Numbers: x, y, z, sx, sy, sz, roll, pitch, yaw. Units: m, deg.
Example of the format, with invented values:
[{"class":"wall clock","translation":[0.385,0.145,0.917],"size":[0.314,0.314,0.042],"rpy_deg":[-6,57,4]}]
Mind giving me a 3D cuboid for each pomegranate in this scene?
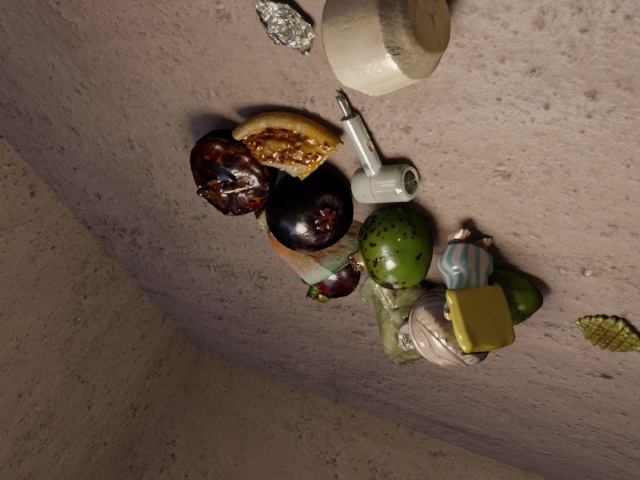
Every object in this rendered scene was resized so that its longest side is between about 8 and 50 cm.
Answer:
[{"class":"pomegranate","translation":[0.213,0.028,1.809],"size":[0.271,0.254,0.254],"rpy_deg":[-25,134,4]}]

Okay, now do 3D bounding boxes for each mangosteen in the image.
[{"class":"mangosteen","translation":[0.039,0.125,2.183],"size":[0.216,0.216,0.216],"rpy_deg":[23,151,14]},{"class":"mangosteen","translation":[-0.050,-0.100,1.874],"size":[0.275,0.275,0.302],"rpy_deg":[48,169,-28]}]

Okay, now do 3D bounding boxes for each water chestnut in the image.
[{"class":"water chestnut","translation":[-0.293,-0.204,1.918],"size":[0.300,0.300,0.300],"rpy_deg":[23,151,14]}]

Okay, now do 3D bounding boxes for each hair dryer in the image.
[{"class":"hair dryer","translation":[0.127,-0.252,1.639],"size":[0.173,0.107,0.357],"rpy_deg":[-1,132,41]}]

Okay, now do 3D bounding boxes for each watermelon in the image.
[{"class":"watermelon","translation":[0.004,0.013,2.026],"size":[0.302,0.264,0.151],"rpy_deg":[29,140,18]}]

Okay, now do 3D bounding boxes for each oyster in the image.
[{"class":"oyster","translation":[-0.091,-0.518,1.446],"size":[0.177,0.064,0.125],"rpy_deg":[32,148,-5]}]

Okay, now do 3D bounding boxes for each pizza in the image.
[{"class":"pizza","translation":[-0.101,-0.280,1.746],"size":[0.366,0.074,0.182],"rpy_deg":[18,104,24]}]

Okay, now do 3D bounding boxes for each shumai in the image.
[{"class":"shumai","translation":[0.254,0.246,2.069],"size":[0.289,0.292,0.329],"rpy_deg":[22,116,-9]}]

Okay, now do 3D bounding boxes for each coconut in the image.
[{"class":"coconut","translation":[0.119,-0.419,1.228],"size":[0.266,0.237,0.237],"rpy_deg":[-6,135,39]}]

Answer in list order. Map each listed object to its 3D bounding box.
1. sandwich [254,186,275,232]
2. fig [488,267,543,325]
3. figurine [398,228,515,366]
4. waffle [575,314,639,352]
[{"class":"sandwich","translation":[-0.172,-0.114,2.077],"size":[0.096,0.258,0.094],"rpy_deg":[-25,119,7]},{"class":"fig","translation":[0.548,0.169,1.827],"size":[0.234,0.167,0.167],"rpy_deg":[20,150,6]},{"class":"figurine","translation":[0.342,0.200,1.789],"size":[0.266,0.361,0.378],"rpy_deg":[19,152,-34]},{"class":"waffle","translation":[0.875,0.287,1.830],"size":[0.183,0.036,0.169],"rpy_deg":[43,151,-20]}]
